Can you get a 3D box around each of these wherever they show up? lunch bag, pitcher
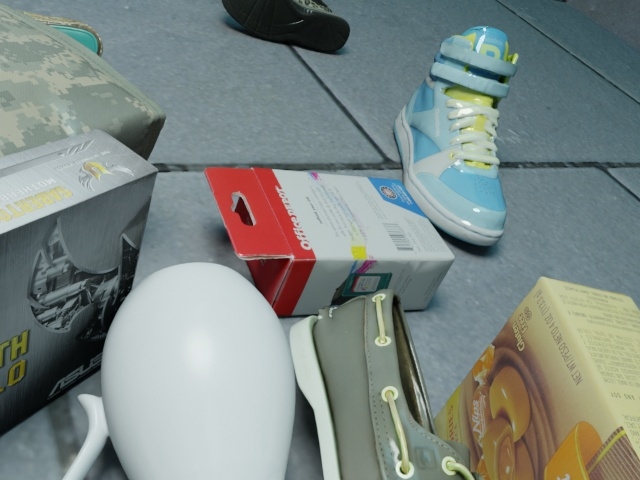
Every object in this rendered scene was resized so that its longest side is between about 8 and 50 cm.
[{"bbox_3d":[-0.317,-0.096,0.502,0.287,0.169,0.235,39,38,12],"label":"lunch bag"},{"bbox_3d":[-0.097,0.124,0.403,0.177,0.125,0.207,-6,55,-14],"label":"pitcher"}]

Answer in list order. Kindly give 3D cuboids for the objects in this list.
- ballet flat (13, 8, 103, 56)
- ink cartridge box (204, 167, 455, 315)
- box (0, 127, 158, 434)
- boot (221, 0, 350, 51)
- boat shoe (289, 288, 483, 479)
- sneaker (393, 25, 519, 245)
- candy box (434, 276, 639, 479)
[{"bbox_3d":[-0.369,-0.244,0.763,0.206,0.073,0.067,9,11,-24],"label":"ballet flat"},{"bbox_3d":[0.000,0.000,0.637,0.231,0.078,0.134,1,41,-29],"label":"ink cartridge box"},{"bbox_3d":[-0.206,0.050,0.365,0.056,0.183,0.231,35,36,15],"label":"box"},{"bbox_3d":[-0.077,-0.422,1.130,0.236,0.085,0.179,10,35,-29],"label":"boot"},{"bbox_3d":[0.057,0.155,0.431,0.109,0.091,0.305,52,12,-42],"label":"boat shoe"},{"bbox_3d":[0.195,-0.157,0.840,0.127,0.208,0.319,11,38,-20],"label":"sneaker"},{"bbox_3d":[0.176,0.198,0.396,0.087,0.183,0.316,11,37,-16],"label":"candy box"}]
